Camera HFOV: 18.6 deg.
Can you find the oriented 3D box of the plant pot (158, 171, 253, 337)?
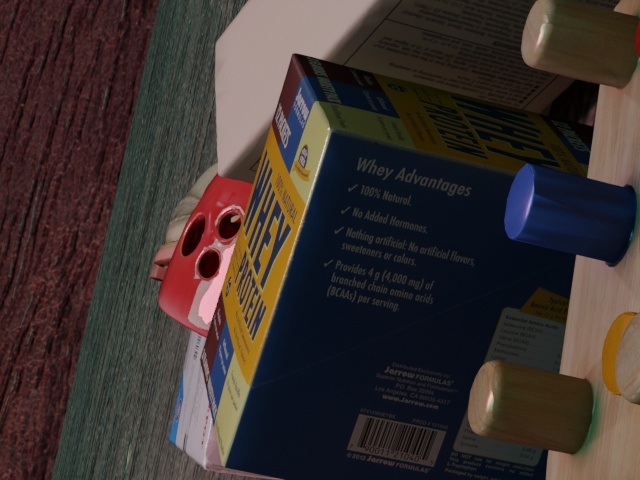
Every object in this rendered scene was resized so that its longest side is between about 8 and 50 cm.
[{"bbox_3d":[0.000,0.000,1.398,0.191,0.191,0.174,-148,78,-75],"label":"plant pot"}]

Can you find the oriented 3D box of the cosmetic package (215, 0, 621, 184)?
[{"bbox_3d":[0.071,-0.141,1.173,0.309,0.160,0.113,-43,43,50],"label":"cosmetic package"}]

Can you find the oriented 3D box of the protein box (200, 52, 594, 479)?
[{"bbox_3d":[0.058,0.029,1.097,0.136,0.200,0.201,-112,37,-66],"label":"protein box"}]

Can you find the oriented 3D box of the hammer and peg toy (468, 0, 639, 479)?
[{"bbox_3d":[0.176,-0.068,0.868,0.266,0.127,0.361,143,138,-72],"label":"hammer and peg toy"}]

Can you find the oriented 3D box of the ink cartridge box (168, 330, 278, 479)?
[{"bbox_3d":[-0.075,0.135,1.784,0.191,0.082,0.139,-172,94,-75],"label":"ink cartridge box"}]

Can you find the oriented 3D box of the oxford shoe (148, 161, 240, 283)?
[{"bbox_3d":[-0.076,-0.022,1.823,0.397,0.140,0.146,173,116,-73],"label":"oxford shoe"}]

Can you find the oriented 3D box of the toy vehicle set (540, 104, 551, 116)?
[{"bbox_3d":[0.136,-0.185,1.316,0.166,0.035,0.267,-135,58,-74],"label":"toy vehicle set"}]
